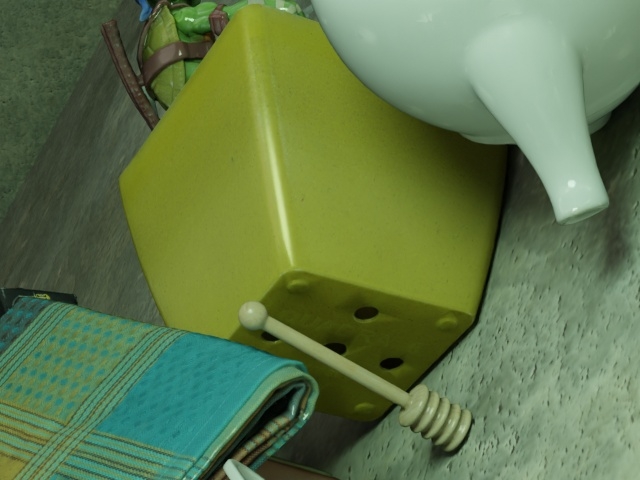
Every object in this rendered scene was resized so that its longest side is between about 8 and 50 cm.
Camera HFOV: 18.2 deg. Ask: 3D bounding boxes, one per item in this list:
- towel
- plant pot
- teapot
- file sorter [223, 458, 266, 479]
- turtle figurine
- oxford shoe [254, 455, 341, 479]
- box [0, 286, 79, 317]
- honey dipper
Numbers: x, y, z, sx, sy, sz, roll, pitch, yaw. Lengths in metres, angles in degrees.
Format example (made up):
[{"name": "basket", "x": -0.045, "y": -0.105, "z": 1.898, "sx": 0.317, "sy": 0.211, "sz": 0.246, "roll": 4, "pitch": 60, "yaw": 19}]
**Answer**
[{"name": "towel", "x": -0.187, "y": 0.152, "z": 1.283, "sx": 0.271, "sy": 0.040, "sz": 0.370, "roll": -47, "pitch": 28, "yaw": -22}, {"name": "plant pot", "x": 0.000, "y": 0.000, "z": 1.356, "sx": 0.212, "sy": 0.212, "sz": 0.187, "roll": -49, "pitch": 35, "yaw": 43}, {"name": "teapot", "x": 0.126, "y": -0.147, "z": 1.210, "sx": 0.256, "sy": 0.187, "sz": 0.252, "roll": -44, "pitch": 28, "yaw": -23}, {"name": "file sorter", "x": -0.052, "y": 0.279, "z": 1.040, "sx": 0.277, "sy": 0.173, "sz": 0.193, "roll": -51, "pitch": 18, "yaw": -1}, {"name": "turtle figurine", "x": -0.063, "y": -0.135, "z": 1.899, "sx": 0.198, "sy": 0.275, "sz": 0.266, "roll": -23, "pitch": 61, "yaw": 34}, {"name": "oxford shoe", "x": -0.109, "y": 0.221, "z": 1.476, "sx": 0.397, "sy": 0.140, "sz": 0.146, "roll": 165, "pitch": 121, "yaw": -72}, {"name": "box", "x": -0.216, "y": 0.226, "z": 1.506, "sx": 0.293, "sy": 0.073, "sz": 0.295, "roll": -125, "pitch": 44, "yaw": -61}, {"name": "honey dipper", "x": 0.020, "y": 0.080, "z": 1.220, "sx": 0.030, "sy": 0.161, "sz": 0.030, "roll": -53, "pitch": 17, "yaw": 24}]
